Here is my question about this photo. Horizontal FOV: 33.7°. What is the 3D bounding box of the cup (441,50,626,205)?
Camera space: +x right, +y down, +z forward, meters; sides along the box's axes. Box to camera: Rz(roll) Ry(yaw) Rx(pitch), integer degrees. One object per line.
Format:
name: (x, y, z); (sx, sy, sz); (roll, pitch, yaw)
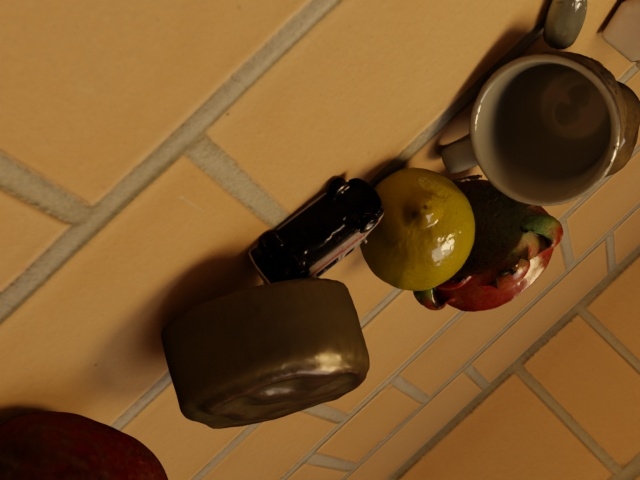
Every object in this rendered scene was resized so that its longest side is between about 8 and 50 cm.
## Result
cup: (0.345, -0.178, 1.683); (0.301, 0.227, 0.257); (-19, -175, 28)

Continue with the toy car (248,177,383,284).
toy car: (0.000, 0.000, 1.545); (0.210, 0.089, 0.108); (-38, 158, -6)

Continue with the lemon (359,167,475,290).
lemon: (0.147, -0.013, 1.648); (0.184, 0.184, 0.248); (-34, 165, -21)

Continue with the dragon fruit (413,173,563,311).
dragon fruit: (0.267, 0.007, 1.777); (0.130, 0.295, 0.268); (44, 64, -44)

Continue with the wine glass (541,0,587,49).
wine glass: (0.370, -0.358, 1.546); (0.066, 0.066, 0.198); (-35, 157, -18)

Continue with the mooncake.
mooncake: (-0.075, 0.168, 1.505); (0.284, 0.155, 0.284); (-13, 160, -5)

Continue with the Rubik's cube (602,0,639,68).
Rubik's cube: (0.728, -0.391, 1.752); (0.316, 0.322, 0.318); (-20, 148, -41)

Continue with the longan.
longan: (0.505, -0.204, 1.934); (0.167, 0.167, 0.187); (-7, 137, -56)

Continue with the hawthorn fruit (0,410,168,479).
hawthorn fruit: (-0.348, 0.373, 1.375); (0.308, 0.308, 0.325); (-43, 169, 2)
